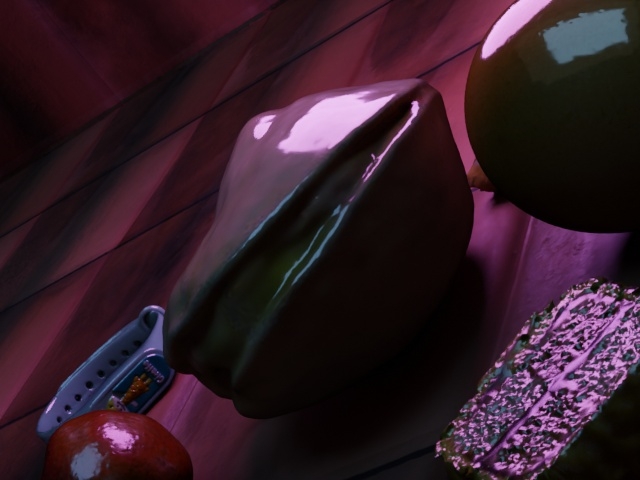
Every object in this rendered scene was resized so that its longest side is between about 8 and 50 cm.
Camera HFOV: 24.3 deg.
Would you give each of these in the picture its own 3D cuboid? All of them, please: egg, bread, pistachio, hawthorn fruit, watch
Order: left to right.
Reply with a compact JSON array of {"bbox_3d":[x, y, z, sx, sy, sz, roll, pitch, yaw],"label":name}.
[{"bbox_3d":[-0.212,0.261,1.535,0.169,0.169,0.188,-39,17,0],"label":"hawthorn fruit"},{"bbox_3d":[-0.270,0.189,1.964,0.237,0.068,0.195,-48,18,-14],"label":"watch"},{"bbox_3d":[0.000,0.000,1.552,0.445,0.281,0.365,-48,-8,-48],"label":"pistachio"},{"bbox_3d":[0.200,0.134,1.145,0.222,0.096,0.181,-47,20,-17],"label":"bread"},{"bbox_3d":[0.283,-0.133,1.372,0.322,0.250,0.250,-6,37,44],"label":"egg"}]

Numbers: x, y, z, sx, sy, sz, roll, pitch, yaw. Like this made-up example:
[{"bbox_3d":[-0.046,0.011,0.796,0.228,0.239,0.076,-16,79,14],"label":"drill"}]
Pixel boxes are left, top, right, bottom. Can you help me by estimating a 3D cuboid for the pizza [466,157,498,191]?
[{"bbox_3d":[0.284,-0.174,1.748,0.189,0.071,0.297,-19,26,47],"label":"pizza"}]
